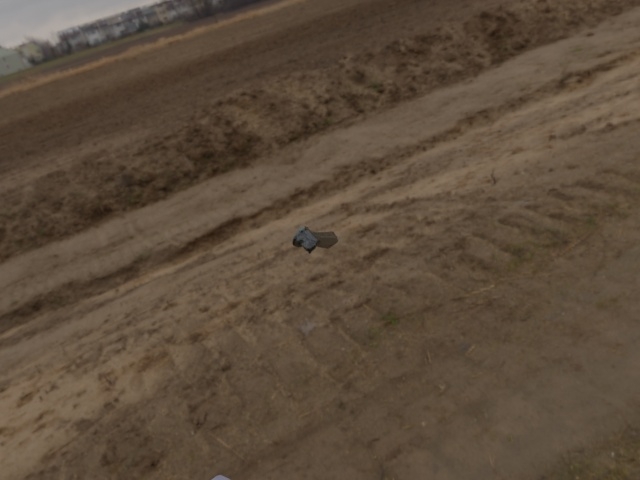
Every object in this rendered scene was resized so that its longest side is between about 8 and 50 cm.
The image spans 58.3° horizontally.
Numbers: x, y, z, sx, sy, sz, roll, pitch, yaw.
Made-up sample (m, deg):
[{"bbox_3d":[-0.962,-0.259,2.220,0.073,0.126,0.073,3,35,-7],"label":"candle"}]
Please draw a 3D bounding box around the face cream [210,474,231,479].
[{"bbox_3d":[-0.073,0.410,0.782,0.274,0.096,0.154,18,13,24],"label":"face cream"}]

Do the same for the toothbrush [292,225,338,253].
[{"bbox_3d":[0.000,0.000,0.847,0.030,0.031,0.297,-55,-6,4],"label":"toothbrush"}]
